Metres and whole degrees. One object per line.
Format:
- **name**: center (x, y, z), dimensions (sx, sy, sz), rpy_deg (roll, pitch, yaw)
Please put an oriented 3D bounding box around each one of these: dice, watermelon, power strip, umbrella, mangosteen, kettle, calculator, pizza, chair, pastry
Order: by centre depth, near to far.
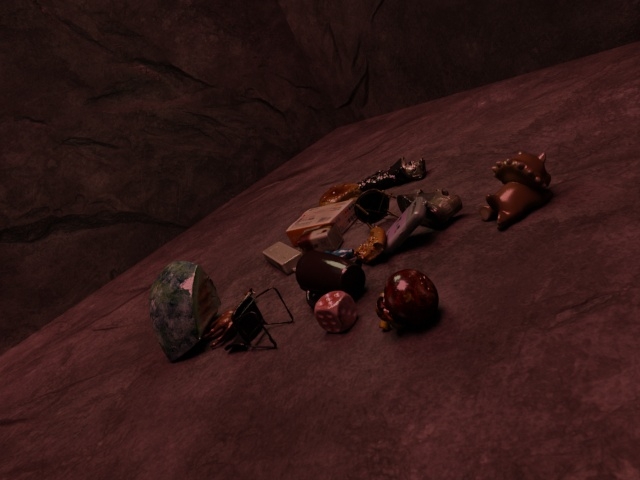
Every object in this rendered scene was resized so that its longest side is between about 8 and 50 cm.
- **mangosteen**: center (0.215, 0.154, 1.311), dimensions (0.181, 0.156, 0.145), rpy_deg (-31, 46, 47)
- **dice**: center (0.046, 0.207, 1.457), dimensions (0.094, 0.093, 0.091), rpy_deg (-9, 27, 43)
- **chair**: center (-0.226, 0.260, 1.606), dimensions (0.221, 0.145, 0.140), rpy_deg (-16, 22, 33)
- **kettle**: center (0.026, 0.131, 1.623), dimensions (0.232, 0.144, 0.202), rpy_deg (8, 60, 55)
- **calculator**: center (0.290, -0.051, 1.721), dimensions (0.246, 0.045, 0.141), rpy_deg (-51, 8, 35)
- **pizza**: center (0.172, 0.019, 1.767), dimensions (0.161, 0.063, 0.182), rpy_deg (-52, 10, 28)
- **watermelon**: center (-0.482, 0.249, 1.869), dimensions (0.229, 0.258, 0.386), rpy_deg (-25, 60, 19)
- **chair**: center (0.209, -0.123, 1.991), dimensions (0.160, 0.170, 0.325), rpy_deg (-32, 26, -2)
- **power strip**: center (-0.161, 0.069, 2.123), dimensions (0.098, 0.058, 0.338), rpy_deg (-34, 20, -15)
- **umbrella**: center (0.322, -0.304, 2.361), dimensions (0.358, 0.106, 0.113), rpy_deg (-16, 26, 30)
- **pastry**: center (0.094, -0.197, 2.394), dimensions (0.219, 0.100, 0.229), rpy_deg (-27, 21, 1)

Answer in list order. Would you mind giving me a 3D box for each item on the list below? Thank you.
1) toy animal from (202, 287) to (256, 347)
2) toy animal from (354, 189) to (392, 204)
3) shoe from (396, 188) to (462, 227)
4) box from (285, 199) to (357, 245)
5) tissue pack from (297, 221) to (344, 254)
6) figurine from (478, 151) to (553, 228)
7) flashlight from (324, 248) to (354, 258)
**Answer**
- **toy animal**: center (-0.321, 0.272, 1.809), dimensions (0.230, 0.066, 0.224), rpy_deg (-41, 14, -5)
- **toy animal**: center (0.233, -0.174, 2.207), dimensions (0.220, 0.069, 0.086), rpy_deg (-24, 17, -29)
- **shoe**: center (0.404, -0.133, 1.833), dimensions (0.149, 0.109, 0.293), rpy_deg (-28, 23, -11)
- **box**: center (0.010, -0.078, 2.221), dimensions (0.274, 0.091, 0.221), rpy_deg (-8, 26, 44)
- **tissue pack**: center (-0.001, 0.000, 2.025), dimensions (0.149, 0.099, 0.106), rpy_deg (-15, 24, 31)
- **figurine**: center (0.606, -0.177, 1.573), dimensions (0.247, 0.172, 0.177), rpy_deg (-27, 20, 1)
- **flashlight**: center (0.066, 0.054, 1.882), dimensions (0.129, 0.051, 0.051), rpy_deg (-16, 22, 23)
